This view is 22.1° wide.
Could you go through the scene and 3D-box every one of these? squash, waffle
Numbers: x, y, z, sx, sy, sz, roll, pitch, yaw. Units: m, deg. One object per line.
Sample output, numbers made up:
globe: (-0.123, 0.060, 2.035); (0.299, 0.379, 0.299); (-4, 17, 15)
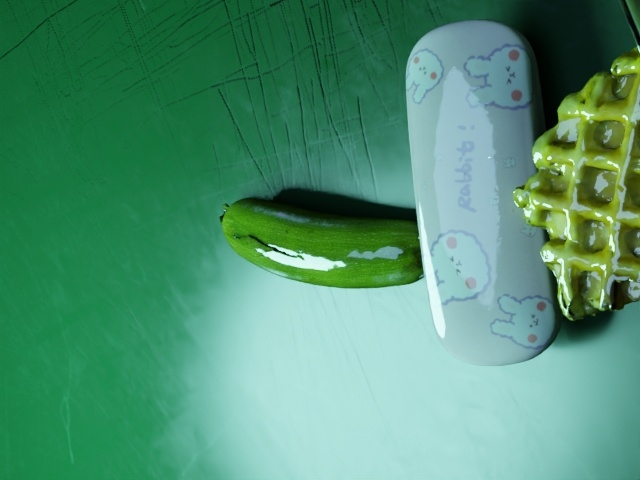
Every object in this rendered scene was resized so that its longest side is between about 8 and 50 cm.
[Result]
squash: (0.000, 0.003, 1.559); (0.318, 0.071, 0.080); (6, 83, 43)
waffle: (0.284, -0.028, 1.267); (0.291, 0.051, 0.291); (1, 92, 35)

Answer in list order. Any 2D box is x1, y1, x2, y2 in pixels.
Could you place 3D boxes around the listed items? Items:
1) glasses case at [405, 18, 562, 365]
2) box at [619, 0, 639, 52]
glasses case: (0.140, -0.040, 1.405); (0.113, 0.075, 0.297); (-6, 92, 23)
box: (0.319, -0.359, 1.051); (0.373, 0.138, 0.420); (-29, 67, 27)
